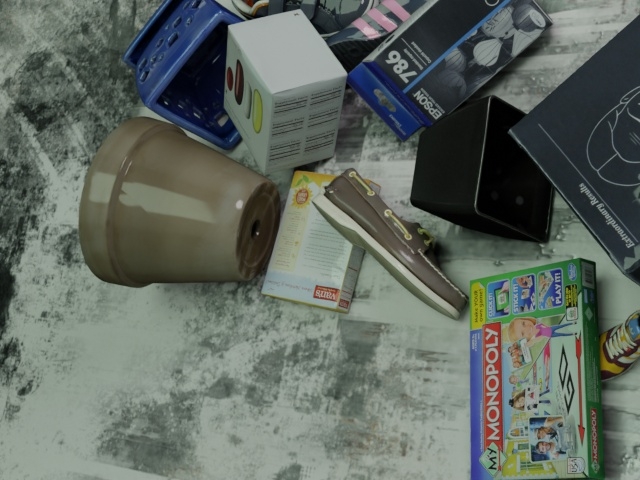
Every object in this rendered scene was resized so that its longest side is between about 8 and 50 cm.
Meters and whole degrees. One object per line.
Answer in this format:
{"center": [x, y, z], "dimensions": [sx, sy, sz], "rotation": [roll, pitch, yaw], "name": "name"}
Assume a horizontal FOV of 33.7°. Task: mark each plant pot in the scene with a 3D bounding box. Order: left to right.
{"center": [-0.236, -0.048, 1.948], "dimensions": [0.280, 0.323, 0.323], "rotation": [13, 82, 19], "name": "plant pot"}
{"center": [-0.229, -0.353, 2.064], "dimensions": [0.236, 0.236, 0.212], "rotation": [-50, 47, 11], "name": "plant pot"}
{"center": [0.251, -0.106, 1.686], "dimensions": [0.167, 0.187, 0.188], "rotation": [-2, 74, 47], "name": "plant pot"}

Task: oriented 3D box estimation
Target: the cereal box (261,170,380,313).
{"center": [0.000, 0.000, 1.898], "dimensions": [0.173, 0.047, 0.240], "rotation": [10, 82, 36], "name": "cereal box"}

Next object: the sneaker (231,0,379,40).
{"center": [-0.048, -0.465, 2.035], "dimensions": [0.321, 0.127, 0.126], "rotation": [9, 79, 35], "name": "sneaker"}

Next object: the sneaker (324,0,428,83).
{"center": [0.126, -0.387, 1.918], "dimensions": [0.319, 0.112, 0.131], "rotation": [-16, 46, 30], "name": "sneaker"}

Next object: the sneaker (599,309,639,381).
{"center": [0.446, 0.139, 1.522], "dimensions": [0.185, 0.084, 0.069], "rotation": [-36, 58, 20], "name": "sneaker"}

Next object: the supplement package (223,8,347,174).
{"center": [-0.070, -0.268, 1.911], "dimensions": [0.149, 0.203, 0.194], "rotation": [-18, 55, -21], "name": "supplement package"}

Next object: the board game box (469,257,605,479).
{"center": [0.318, 0.200, 1.585], "dimensions": [0.213, 0.046, 0.317], "rotation": [-16, 66, 45], "name": "board game box"}

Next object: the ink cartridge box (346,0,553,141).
{"center": [0.211, -0.319, 1.786], "dimensions": [0.333, 0.165, 0.065], "rotation": [-41, 16, 19], "name": "ink cartridge box"}

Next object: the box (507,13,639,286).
{"center": [0.526, -0.155, 1.482], "dimensions": [0.395, 0.212, 0.293], "rotation": [-41, 57, 16], "name": "box"}

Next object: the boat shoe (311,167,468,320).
{"center": [0.129, 0.003, 1.758], "dimensions": [0.324, 0.116, 0.097], "rotation": [41, 82, 23], "name": "boat shoe"}
